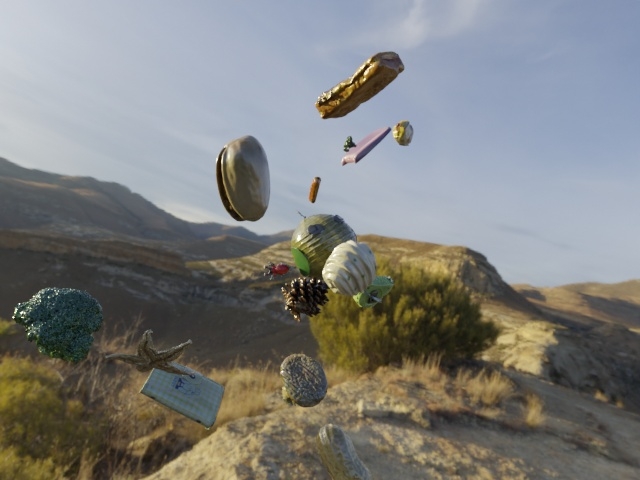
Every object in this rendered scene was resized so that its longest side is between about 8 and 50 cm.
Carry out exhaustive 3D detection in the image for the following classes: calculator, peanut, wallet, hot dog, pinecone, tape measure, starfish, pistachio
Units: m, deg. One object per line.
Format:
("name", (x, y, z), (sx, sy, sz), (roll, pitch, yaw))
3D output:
("calculator", (0.232, -0.482, 2.216), (0.043, 0.294, 0.194), (51, -16, -18))
("peanut", (0.097, 0.858, 1.693), (0.325, 0.140, 0.153), (55, -5, 5))
("wallet", (-0.548, 0.607, 1.791), (0.309, 0.077, 0.223), (34, 22, -12))
("hot dog", (-0.028, -0.215, 1.892), (0.038, 0.062, 0.144), (14, -38, -2))
("pinecone", (-0.053, 0.240, 1.900), (0.212, 0.169, 0.186), (-14, -48, -4))
("tape measure", (0.248, 0.253, 2.187), (0.199, 0.175, 0.106), (4, 31, -39))
("starfish", (-0.512, 0.374, 1.413), (0.295, 0.231, 0.048), (28, 32, -29))
("hot dog", (0.279, -0.376, 1.527), (0.061, 0.078, 0.169), (23, 3, 18))
("pistachio", (-0.182, -0.147, 1.066), (0.131, 0.206, 0.129), (-9, 11, -27))

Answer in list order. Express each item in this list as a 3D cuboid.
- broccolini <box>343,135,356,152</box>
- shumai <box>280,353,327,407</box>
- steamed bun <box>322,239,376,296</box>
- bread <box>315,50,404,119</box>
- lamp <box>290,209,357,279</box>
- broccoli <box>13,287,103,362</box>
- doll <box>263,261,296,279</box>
("broccolini", (0.113, -0.404, 1.915), (0.054, 0.052, 0.194), (57, -3, -3))
("shumai", (-0.065, 0.539, 1.657), (0.161, 0.153, 0.209), (-32, 54, -32))
("steamed bun", (0.097, 0.095, 1.334), (0.182, 0.183, 0.106), (18, 16, -39))
("bread", (0.101, -0.437, 1.257), (0.139, 0.077, 0.270), (-21, -2, -43))
("lamp", (0.000, 0.000, 1.595), (0.284, 0.250, 0.250), (57, 0, 6))
("broccoli", (-0.861, 0.279, 1.464), (0.265, 0.246, 0.294), (4, 14, -41))
("doll", (-0.141, 0.103, 1.551), (0.114, 0.057, 0.039), (-5, -28, -10))
